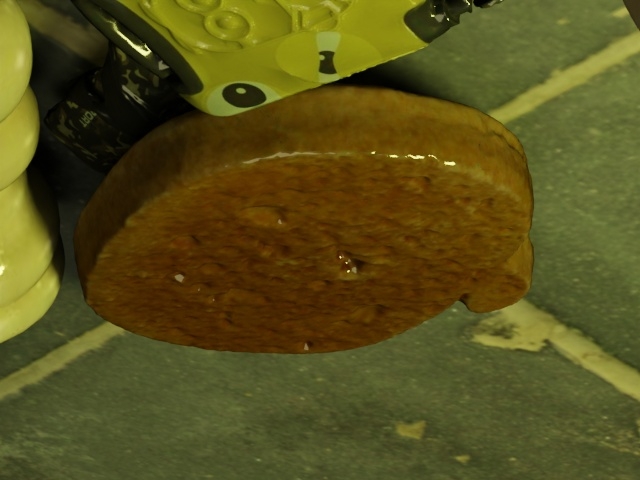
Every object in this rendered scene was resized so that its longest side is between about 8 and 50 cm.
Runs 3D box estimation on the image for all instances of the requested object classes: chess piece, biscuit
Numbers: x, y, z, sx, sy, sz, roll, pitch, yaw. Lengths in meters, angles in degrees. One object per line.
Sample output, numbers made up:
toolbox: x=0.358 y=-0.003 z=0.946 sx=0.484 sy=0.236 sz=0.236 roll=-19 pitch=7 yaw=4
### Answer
chess piece: x=-0.267 y=-0.069 z=1.252 sx=0.167 sy=0.167 sz=0.300 roll=10 pitch=140 yaw=1
biscuit: x=0.000 y=-0.008 z=1.296 sx=0.350 sy=0.070 sz=0.394 roll=9 pitch=154 yaw=-27

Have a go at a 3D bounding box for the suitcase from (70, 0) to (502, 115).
suitcase: x=-0.032 y=-0.189 z=1.000 sx=0.235 sy=0.143 sz=0.194 roll=-17 pitch=138 yaw=33

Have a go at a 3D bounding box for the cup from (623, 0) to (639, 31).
cup: x=0.249 y=-0.192 z=0.884 sx=0.253 sy=0.191 sz=0.200 roll=24 pitch=141 yaw=-10

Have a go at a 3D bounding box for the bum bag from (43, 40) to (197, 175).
bum bag: x=-0.117 y=-0.101 z=1.220 sx=0.102 sy=0.069 sz=0.248 roll=7 pitch=151 yaw=-24
